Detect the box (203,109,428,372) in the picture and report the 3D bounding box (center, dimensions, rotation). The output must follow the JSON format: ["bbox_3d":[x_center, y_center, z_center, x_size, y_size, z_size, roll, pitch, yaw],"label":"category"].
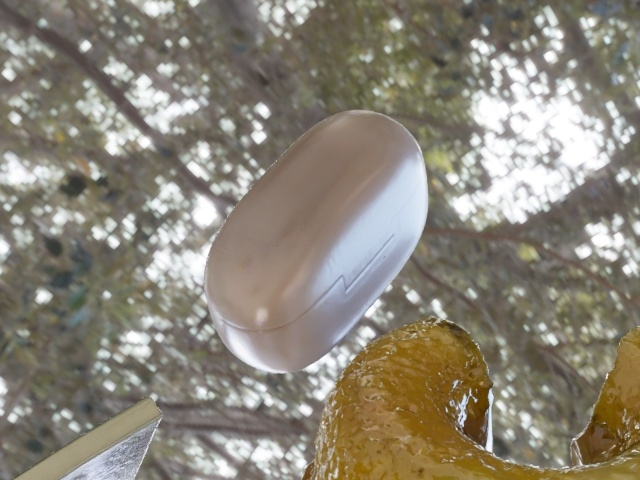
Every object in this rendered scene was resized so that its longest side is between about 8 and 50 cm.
[{"bbox_3d":[0.000,0.000,1.019,0.088,0.146,0.200,25,-120,29],"label":"box"}]

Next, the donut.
[{"bbox_3d":[0.200,0.208,1.288,0.435,0.163,0.377,4,-156,-2],"label":"donut"}]

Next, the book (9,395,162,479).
[{"bbox_3d":[-0.258,0.240,1.195,0.264,0.202,0.027,-30,-107,-31],"label":"book"}]
